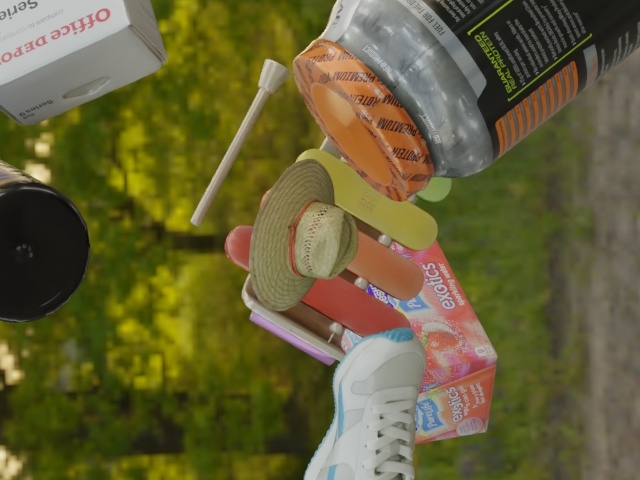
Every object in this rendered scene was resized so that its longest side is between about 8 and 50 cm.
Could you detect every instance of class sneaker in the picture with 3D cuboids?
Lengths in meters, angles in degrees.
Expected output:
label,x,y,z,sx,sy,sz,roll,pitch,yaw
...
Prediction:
label,x,y,z,sx,sy,sz,roll,pitch,yaw
sneaker,0.054,0.178,1.536,0.092,0.087,0.228,55,141,44

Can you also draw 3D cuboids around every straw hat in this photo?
label,x,y,z,sx,sy,sz,roll,pitch,yaw
straw hat,0.000,0.000,1.529,0.144,0.061,0.144,-30,-54,-52

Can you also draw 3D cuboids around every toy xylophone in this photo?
label,x,y,z,sx,sy,sz,roll,pitch,yaw
toy xylophone,0.012,-0.045,1.684,0.322,0.236,0.081,-69,12,-9

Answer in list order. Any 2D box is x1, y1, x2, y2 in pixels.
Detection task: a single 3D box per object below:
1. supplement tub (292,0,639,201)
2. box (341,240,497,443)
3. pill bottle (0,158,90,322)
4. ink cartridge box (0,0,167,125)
label,x,y,z,sx,sy,sz,roll,pitch,yaw
supplement tub,0.144,-0.185,1.430,0.193,0.316,0.193,49,167,15
box,0.112,0.120,2.278,0.300,0.154,0.142,-113,20,-47
pill bottle,-0.298,-0.012,1.494,0.219,0.123,0.122,24,118,58
ink cartridge box,-0.246,-0.233,1.540,0.093,0.154,0.212,42,-153,-66
